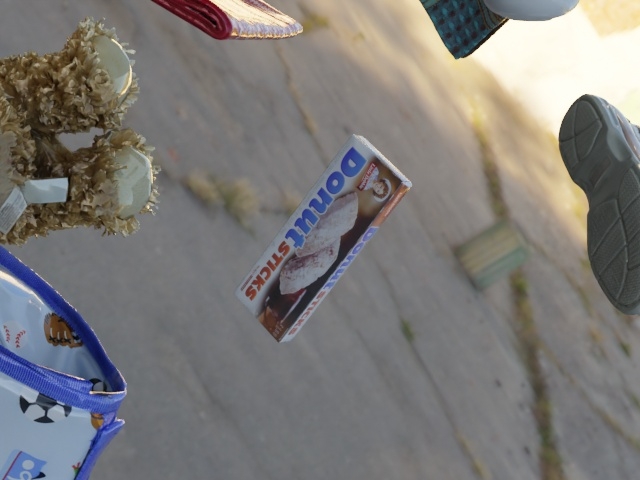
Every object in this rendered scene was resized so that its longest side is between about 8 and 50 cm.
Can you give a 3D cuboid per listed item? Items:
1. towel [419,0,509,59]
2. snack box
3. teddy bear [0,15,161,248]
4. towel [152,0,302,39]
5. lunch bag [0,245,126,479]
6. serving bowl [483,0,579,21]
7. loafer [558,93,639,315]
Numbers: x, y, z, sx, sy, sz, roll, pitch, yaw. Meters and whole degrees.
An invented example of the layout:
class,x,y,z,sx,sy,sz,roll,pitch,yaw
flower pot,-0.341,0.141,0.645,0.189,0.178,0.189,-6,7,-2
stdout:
class,x,y,z,sx,sy,sz,roll,pitch,yaw
towel,0.102,-0.380,1.182,0.040,0.271,0.370,-26,82,-33
snack box,0.000,0.000,1.082,0.064,0.178,0.022,46,21,24
teddy bear,-0.272,-0.049,0.949,0.113,0.338,0.245,31,-29,47
towel,-0.133,-0.262,1.318,0.199,0.031,0.275,32,15,7
lunch bag,-0.393,0.172,1.248,0.385,0.328,0.239,35,18,20
serving bowl,0.173,-0.195,1.061,0.083,0.083,0.027,-63,155,-73
loafer,0.140,-0.017,0.568,0.039,0.045,0.125,15,42,-22
